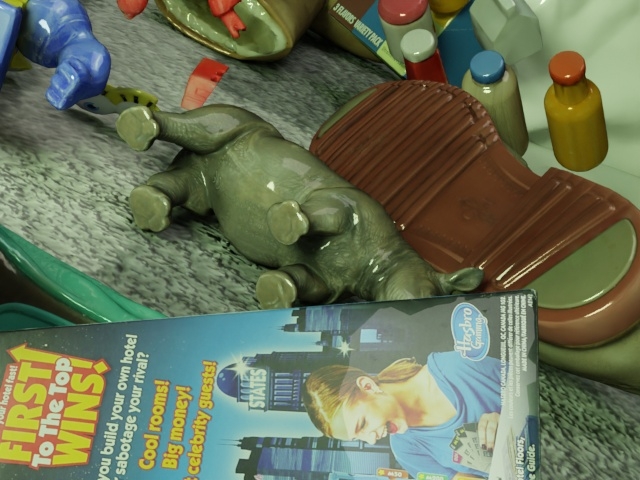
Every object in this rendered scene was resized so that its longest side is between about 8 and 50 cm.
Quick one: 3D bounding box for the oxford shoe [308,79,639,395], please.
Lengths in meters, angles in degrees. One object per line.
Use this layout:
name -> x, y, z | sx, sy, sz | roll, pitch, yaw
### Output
oxford shoe -> 0.103, 0.000, 0.899 | 0.130, 0.123, 0.348 | 51, -3, -37

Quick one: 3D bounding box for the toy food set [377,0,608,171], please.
toy food set -> 0.111, -0.146, 1.006 | 0.232, 0.111, 0.104 | 62, -2, 35

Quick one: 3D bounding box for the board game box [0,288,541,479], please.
board game box -> -0.034, 0.095, 0.407 | 0.194, 0.060, 0.194 | 6, 50, 1

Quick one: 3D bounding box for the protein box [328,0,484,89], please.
protein box -> 0.159, -0.200, 1.215 | 0.200, 0.201, 0.136 | 35, 9, -43

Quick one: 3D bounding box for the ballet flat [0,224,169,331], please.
ballet flat -> -0.130, 0.033, 0.534 | 0.247, 0.083, 0.087 | 30, -5, 10

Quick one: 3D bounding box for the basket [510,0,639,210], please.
basket -> 0.326, -0.100, 1.064 | 0.266, 0.331, 0.328 | 15, 23, -36

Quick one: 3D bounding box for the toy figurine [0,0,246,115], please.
toy figurine -> -0.222, -0.166, 0.754 | 0.362, 0.191, 0.217 | 24, 24, -4

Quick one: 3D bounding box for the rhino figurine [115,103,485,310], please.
rhino figurine -> 0.000, 0.000, 0.771 | 0.243, 0.073, 0.106 | 35, 24, 18

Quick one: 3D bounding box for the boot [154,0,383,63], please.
boot -> -0.013, -0.208, 1.284 | 0.236, 0.089, 0.269 | 24, 22, 3
